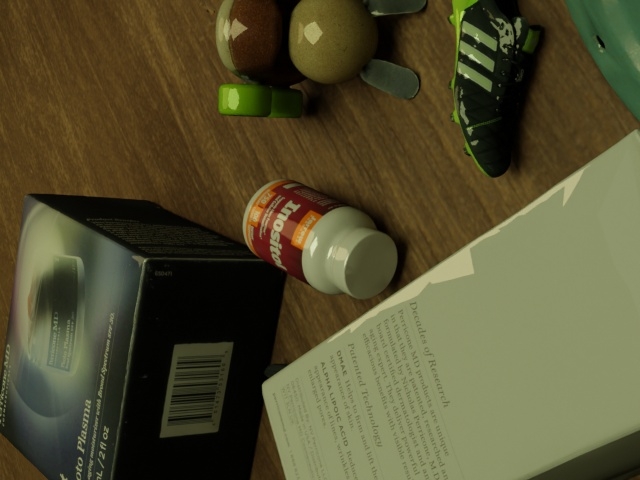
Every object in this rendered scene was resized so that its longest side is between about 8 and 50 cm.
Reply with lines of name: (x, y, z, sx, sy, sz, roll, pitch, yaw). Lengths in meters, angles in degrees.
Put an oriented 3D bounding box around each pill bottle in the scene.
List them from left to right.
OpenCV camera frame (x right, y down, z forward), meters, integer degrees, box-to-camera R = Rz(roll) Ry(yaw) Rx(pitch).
pill bottle: (0.000, 0.000, 1.027, 0.152, 0.086, 0.086, 26, 108, 47)

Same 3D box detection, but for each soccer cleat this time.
soccer cleat: (0.145, -0.142, 0.885, 0.072, 0.060, 0.179, -10, 80, 37)

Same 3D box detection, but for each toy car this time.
toy car: (0.009, -0.192, 1.025, 0.188, 0.149, 0.155, 5, 97, 21)

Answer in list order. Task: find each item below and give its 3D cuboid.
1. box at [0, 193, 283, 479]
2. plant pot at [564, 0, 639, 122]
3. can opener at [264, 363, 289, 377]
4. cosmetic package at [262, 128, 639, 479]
box: (-0.216, 0.124, 1.209, 0.294, 0.182, 0.296, 22, 105, 50)
plant pot: (0.254, -0.158, 0.509, 0.235, 0.293, 0.293, -32, 53, -6)
can opener: (-0.004, 0.150, 1.050, 0.186, 0.073, 0.059, 19, 111, 58)
cosmetic package: (0.159, 0.091, 0.738, 0.385, 0.217, 0.156, -39, 60, 40)
